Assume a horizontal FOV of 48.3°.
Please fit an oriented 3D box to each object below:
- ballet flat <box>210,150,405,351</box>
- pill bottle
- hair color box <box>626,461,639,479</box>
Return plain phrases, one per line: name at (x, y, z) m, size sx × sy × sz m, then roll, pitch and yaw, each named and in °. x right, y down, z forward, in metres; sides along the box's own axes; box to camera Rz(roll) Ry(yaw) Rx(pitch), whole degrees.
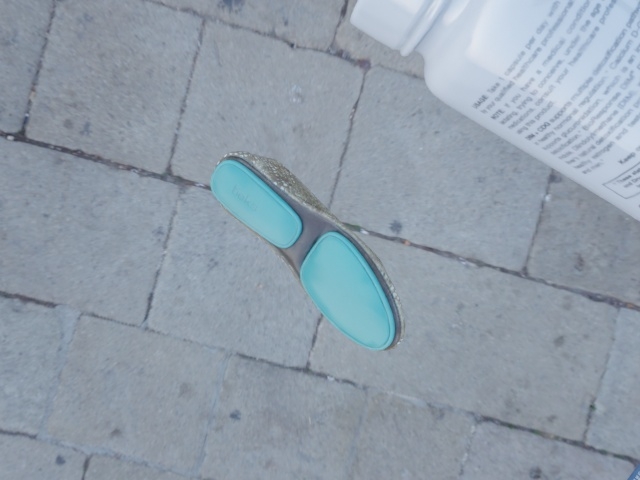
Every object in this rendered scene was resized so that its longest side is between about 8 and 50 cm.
ballet flat at (0.000, 0.000, 0.575) m, size 0.206 × 0.067 × 0.073 m, roll 47°, pitch 119°, yaw 11°
pill bottle at (0.174, -0.138, 0.494) m, size 0.283 × 0.160 × 0.160 m, roll 30°, pitch 91°, yaw -5°
hair color box at (0.425, 0.242, 0.693) m, size 0.174 × 0.105 × 0.347 m, roll 33°, pitch 94°, yaw -11°
